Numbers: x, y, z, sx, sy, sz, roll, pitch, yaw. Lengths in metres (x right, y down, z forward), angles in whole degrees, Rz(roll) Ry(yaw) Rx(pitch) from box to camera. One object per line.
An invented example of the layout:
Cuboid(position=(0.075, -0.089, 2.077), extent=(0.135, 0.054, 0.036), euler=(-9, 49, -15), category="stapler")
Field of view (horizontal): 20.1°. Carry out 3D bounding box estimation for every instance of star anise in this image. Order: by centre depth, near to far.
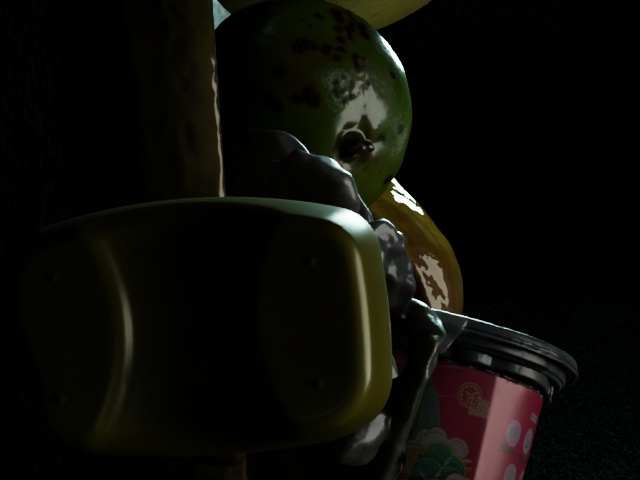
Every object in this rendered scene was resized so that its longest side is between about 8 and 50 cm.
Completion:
Cuboid(position=(0.005, 0.070, 1.311), extent=(0.359, 0.139, 0.315), euler=(121, -38, -64), category="star anise")

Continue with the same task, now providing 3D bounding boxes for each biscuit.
Cuboid(position=(-0.098, -0.041, 1.150), extent=(0.368, 0.076, 0.394), euler=(-113, -160, -80), category="biscuit")

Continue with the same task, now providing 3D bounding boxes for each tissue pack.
Cuboid(position=(-0.056, 0.041, 0.865), extent=(0.127, 0.178, 0.123), euler=(-21, 107, -86), category="tissue pack")

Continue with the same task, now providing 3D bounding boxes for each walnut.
Cuboid(position=(0.000, 0.000, 1.745), extent=(0.336, 0.209, 0.209), euler=(57, -9, 20), category="walnut")

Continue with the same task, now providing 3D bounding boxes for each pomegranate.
Cuboid(position=(-0.037, -0.113, 1.596), extent=(0.263, 0.211, 0.211), euler=(24, -58, 54), category="pomegranate")

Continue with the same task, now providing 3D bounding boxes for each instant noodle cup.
Cuboid(position=(0.073, 0.168, 1.494), extent=(0.302, 0.258, 0.181), euler=(26, 70, -47), category="instant noodle cup")

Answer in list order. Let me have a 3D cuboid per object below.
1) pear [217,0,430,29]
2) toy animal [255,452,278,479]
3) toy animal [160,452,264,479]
Cuboid(position=(0.016, -0.337, 1.722), extent=(0.309, 0.309, 0.309), euler=(-2, 90, -88), category="pear")
Cuboid(position=(-0.028, 0.217, 1.662), extent=(0.185, 0.122, 0.298), euler=(-42, 126, -43), category="toy animal")
Cuboid(position=(-0.082, 0.192, 1.296), extent=(0.089, 0.084, 0.150), euler=(35, 52, -70), category="toy animal")
